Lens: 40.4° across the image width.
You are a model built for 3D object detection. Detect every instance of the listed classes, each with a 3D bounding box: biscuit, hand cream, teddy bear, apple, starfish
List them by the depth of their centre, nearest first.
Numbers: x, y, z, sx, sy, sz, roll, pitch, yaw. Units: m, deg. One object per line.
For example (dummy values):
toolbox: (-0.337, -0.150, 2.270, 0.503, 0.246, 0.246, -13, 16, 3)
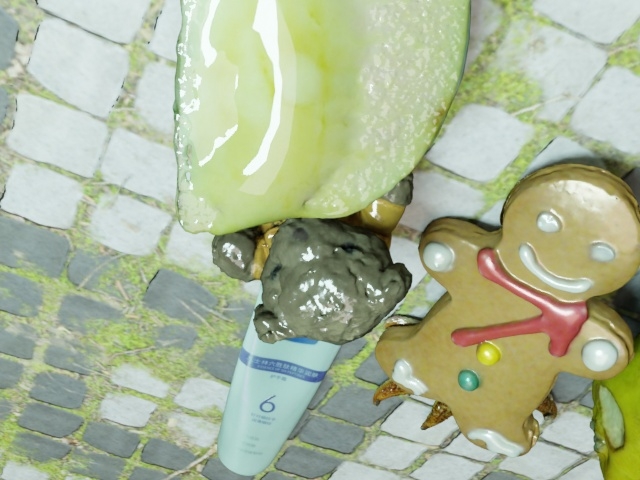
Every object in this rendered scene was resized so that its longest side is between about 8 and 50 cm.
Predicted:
apple: (-0.001, -0.137, 0.596, 0.193, 0.120, 0.265, 2, 117, -6)
teddy bear: (0.000, 0.000, 0.702, 0.177, 0.190, 0.140, -20, 133, 14)
biscuit: (0.172, 0.070, 0.796, 0.216, 0.047, 0.339, 35, 133, 5)
starfish: (0.157, 0.151, 0.951, 0.240, 0.043, 0.227, 37, 128, -21)
hand cream: (-0.051, 0.156, 0.988, 0.109, 0.067, 0.320, 16, 129, -8)

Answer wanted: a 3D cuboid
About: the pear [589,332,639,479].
pear: (0.408, 0.169, 0.781, 0.321, 0.269, 0.269, -16, 132, 24)
